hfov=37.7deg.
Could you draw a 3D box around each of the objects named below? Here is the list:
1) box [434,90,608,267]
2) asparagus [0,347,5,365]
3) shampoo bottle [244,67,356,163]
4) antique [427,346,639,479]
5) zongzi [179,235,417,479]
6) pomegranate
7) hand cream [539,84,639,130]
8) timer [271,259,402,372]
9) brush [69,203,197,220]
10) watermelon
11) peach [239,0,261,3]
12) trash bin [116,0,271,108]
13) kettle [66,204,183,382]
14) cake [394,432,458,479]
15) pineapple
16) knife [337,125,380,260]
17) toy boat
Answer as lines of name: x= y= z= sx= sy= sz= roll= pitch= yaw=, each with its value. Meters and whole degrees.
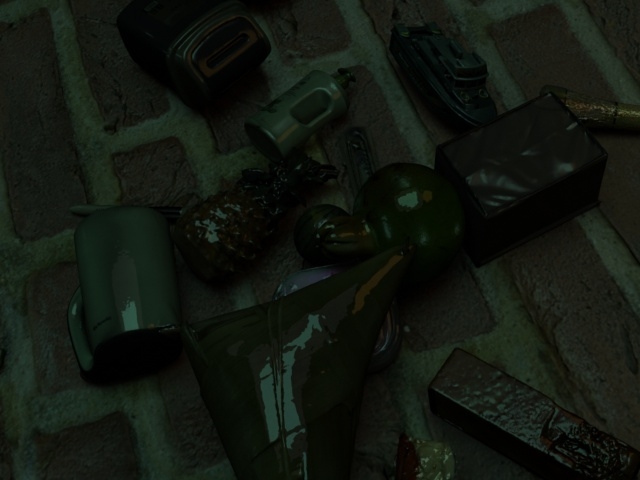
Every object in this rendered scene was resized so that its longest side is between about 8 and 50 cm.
box: x=0.333 y=-0.109 z=1.596 sx=0.252 sy=0.153 sz=0.188 roll=-24 pitch=56 yaw=-8
asparagus: x=-0.557 y=0.235 z=1.594 sx=0.015 sy=0.014 sz=0.114 roll=12 pitch=55 yaw=-8
shampoo bottle: x=-0.024 y=-0.254 z=1.797 sx=0.234 sy=0.087 sz=0.118 roll=-40 pitch=54 yaw=-18
antique: x=0.309 y=0.276 z=1.367 sx=0.310 sy=0.093 sz=0.087 roll=29 pitch=65 yaw=25
zongzi: x=0.032 y=0.250 z=1.336 sx=0.418 sy=0.181 sz=0.447 roll=-27 pitch=63 yaw=2
pomegranate: x=0.115 y=-0.045 z=1.517 sx=0.241 sy=0.159 sz=0.190 roll=4 pitch=38 yaw=4
hand cream: x=0.496 y=-0.233 z=1.699 sx=0.203 sy=0.084 sz=0.084 roll=7 pitch=57 yaw=11
timer: x=0.025 y=0.127 z=1.527 sx=0.209 sy=0.069 sz=0.190 roll=-10 pitch=62 yaw=5
brush: x=-0.332 y=-0.053 z=1.749 sx=0.299 sy=0.039 sz=0.042 roll=3 pitch=53 yaw=16
watermelon: x=0.000 y=0.000 z=1.615 sx=0.105 sy=0.105 sz=0.133 roll=46 pitch=109 yaw=32
peach: x=-0.159 y=-0.615 z=2.006 sx=0.244 sy=0.199 sz=0.243 roll=-5 pitch=64 yaw=11
trash bin: x=-0.255 y=-0.397 z=1.887 sx=0.209 sy=0.182 sz=0.290 roll=-43 pitch=53 yaw=-18
kettle: x=-0.336 y=0.102 z=1.577 sx=0.240 sy=0.165 sz=0.255 roll=-32 pitch=56 yaw=24
cake: x=0.147 y=0.375 z=1.313 sx=0.086 sy=0.116 sz=0.220 roll=1 pitch=54 yaw=3
pineapple: x=-0.103 y=-0.056 z=1.647 sx=0.310 sy=0.141 sz=0.170 roll=-38 pitch=28 yaw=-24
knife: x=0.081 y=-0.076 z=1.684 sx=0.089 sy=0.043 sz=0.365 roll=-11 pitch=54 yaw=3
toy boat: x=0.243 y=-0.309 z=1.770 sx=0.114 sy=0.122 sz=0.296 roll=-13 pitch=53 yaw=-28
